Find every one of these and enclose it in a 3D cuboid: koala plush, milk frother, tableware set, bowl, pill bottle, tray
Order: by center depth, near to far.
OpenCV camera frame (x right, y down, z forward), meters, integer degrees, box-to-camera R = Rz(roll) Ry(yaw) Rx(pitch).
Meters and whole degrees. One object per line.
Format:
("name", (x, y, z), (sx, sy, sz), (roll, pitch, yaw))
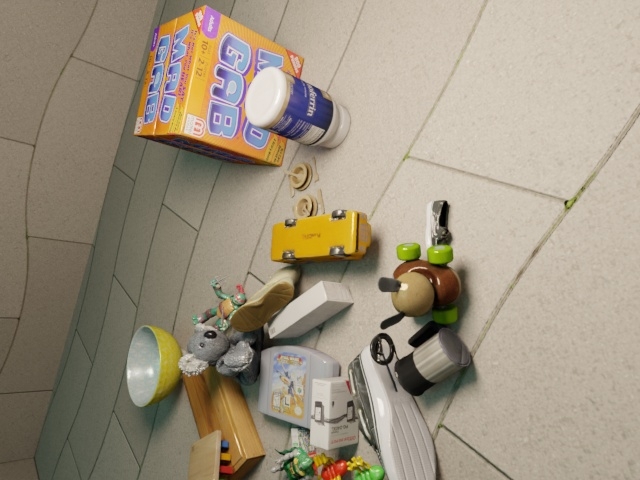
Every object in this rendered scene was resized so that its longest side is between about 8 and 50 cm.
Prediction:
("milk frother", (0.194, 0.224, 0.917), (0.135, 0.143, 0.129), (-48, 44, 32))
("pill bottle", (-0.053, -0.339, 1.210), (0.153, 0.264, 0.153), (-10, 76, 44))
("koala plush", (-0.285, 0.320, 1.323), (0.196, 0.221, 0.203), (-82, -4, -46))
("tableware set", (-0.058, -0.143, 1.340), (0.128, 0.039, 0.194), (-28, 62, 40))
("tray", (-0.324, 0.546, 1.457), (0.203, 0.076, 0.411), (-53, 48, 25))
("bowl", (-0.588, 0.462, 1.695), (0.289, 0.156, 0.289), (-13, 72, 45))

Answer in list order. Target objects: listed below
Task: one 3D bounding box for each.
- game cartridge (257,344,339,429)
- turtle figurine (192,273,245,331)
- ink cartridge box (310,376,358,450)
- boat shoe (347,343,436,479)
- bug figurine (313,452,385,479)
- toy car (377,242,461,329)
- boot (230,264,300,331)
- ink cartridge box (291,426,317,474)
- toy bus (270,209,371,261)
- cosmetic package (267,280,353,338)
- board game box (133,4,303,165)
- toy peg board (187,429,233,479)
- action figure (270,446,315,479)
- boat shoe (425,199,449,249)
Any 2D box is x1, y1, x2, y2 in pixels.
("game cartridge", (-0.069, 0.384, 1.229), (0.297, 0.062, 0.198), (-8, 80, 47))
("turtle figurine", (-0.317, 0.226, 1.483), (0.234, 0.118, 0.175), (-45, 48, 24))
("ink cartridge box", (0.035, 0.403, 1.074), (0.063, 0.109, 0.150), (-7, 77, 44))
("boat shoe", (0.144, 0.391, 0.975), (0.119, 0.121, 0.335), (-50, 39, 38))
("bug figurine", (0.090, 0.595, 1.001), (0.216, 0.072, 0.279), (-44, 58, 40))
("toy car", (0.172, 0.102, 0.903), (0.149, 0.188, 0.155), (4, 107, 47))
("boot", (-0.147, 0.159, 1.276), (0.213, 0.077, 0.165), (-38, 10, 17))
("ink cartridge box", (-0.043, 0.547, 1.187), (0.063, 0.029, 0.115), (-24, 65, 42))
("toy bus", (0.000, 0.000, 1.181), (0.332, 0.130, 0.108), (-7, 76, 46))
("cosmetic package", (-0.032, 0.187, 1.202), (0.239, 0.099, 0.060), (-38, 53, 35))
("board game box", (-0.330, -0.460, 1.463), (0.356, 0.356, 0.356), (13, 92, 48))
("toy peg board", (-0.312, 0.661, 1.327), (0.161, 0.079, 0.161), (-39, 40, 34))
("action figure", (-0.064, 0.561, 1.121), (0.137, 0.063, 0.232), (54, 144, 19))
("boat shoe", (0.253, -0.021, 0.976), (0.040, 0.049, 0.142), (-13, 70, 44))
